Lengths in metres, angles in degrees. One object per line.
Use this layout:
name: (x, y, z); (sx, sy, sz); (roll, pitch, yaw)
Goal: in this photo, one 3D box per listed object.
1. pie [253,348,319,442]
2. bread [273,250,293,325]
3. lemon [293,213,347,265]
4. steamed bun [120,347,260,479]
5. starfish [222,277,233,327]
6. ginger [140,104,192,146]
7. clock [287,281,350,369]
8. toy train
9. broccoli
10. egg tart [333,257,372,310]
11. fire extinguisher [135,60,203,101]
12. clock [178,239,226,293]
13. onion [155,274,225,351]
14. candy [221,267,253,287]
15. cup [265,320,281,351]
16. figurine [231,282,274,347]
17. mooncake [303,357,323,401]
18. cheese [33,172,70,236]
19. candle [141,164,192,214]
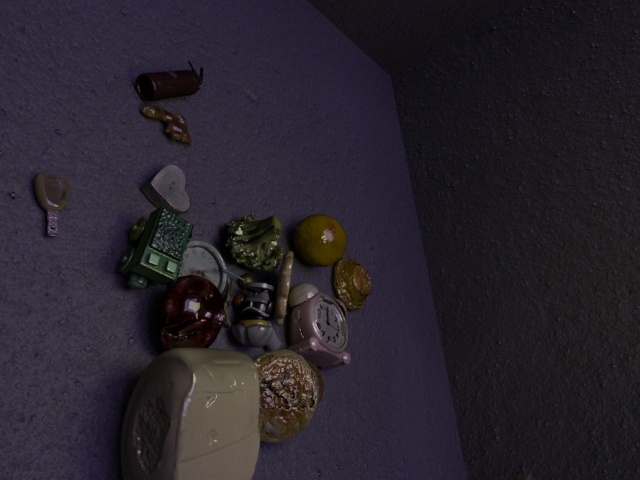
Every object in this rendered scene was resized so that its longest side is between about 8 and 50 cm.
pie: (-0.158, 0.572, 1.666); (0.339, 0.077, 0.339); (5, 73, -18)
bread: (-0.151, 0.197, 1.832); (0.054, 0.316, 0.316); (9, 56, -3)
lemon: (0.000, 0.000, 2.121); (0.267, 0.267, 0.267); (28, 52, -43)
steamed bun: (-0.371, 0.546, 1.312); (0.371, 0.290, 0.456); (25, 68, -52)
starfish: (-0.345, 0.223, 1.655); (0.050, 0.217, 0.223); (7, 28, -13)
ginger: (-0.586, -0.451, 1.730); (0.214, 0.059, 0.133); (17, 56, -50)
clock: (-0.007, 0.373, 1.986); (0.342, 0.184, 0.326); (39, 41, -45)
toy train: (-0.532, 0.026, 1.448); (0.159, 0.188, 0.271); (36, 49, -36)
broccoli: (-0.253, -0.003, 1.781); (0.247, 0.243, 0.263); (-1, 62, -55)
egg tart: (0.182, 0.221, 2.358); (0.294, 0.123, 0.294); (31, 48, -42)
fire extinguisher: (-0.578, -0.646, 1.797); (0.344, 0.102, 0.138); (-40, 113, -53)
clock: (-0.446, 0.117, 1.629); (0.236, 0.053, 0.236); (26, 57, -47)
onion: (-0.401, 0.254, 1.464); (0.272, 0.195, 0.272); (-11, 103, -57)
candy: (-0.326, 0.138, 1.744); (0.202, 0.061, 0.061); (42, 40, -58)
cup: (-0.211, 0.375, 1.813); (0.116, 0.074, 0.104); (63, 7, -15)
figurine: (-0.259, 0.287, 1.708); (0.133, 0.176, 0.236); (42, 47, -60)
mooncake: (-0.090, 0.582, 1.823); (0.235, 0.117, 0.235); (23, 58, -44)
cheese: (-0.783, -0.102, 1.310); (0.097, 0.037, 0.192); (8, 67, -50)
candle: (-0.558, -0.184, 1.624); (0.168, 0.068, 0.192); (7, 66, -55)
